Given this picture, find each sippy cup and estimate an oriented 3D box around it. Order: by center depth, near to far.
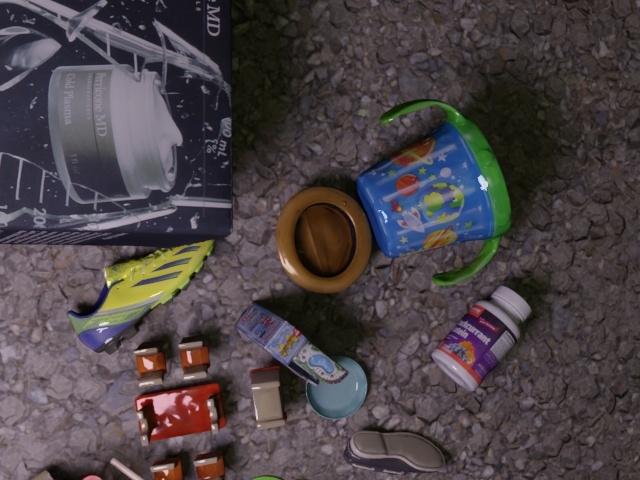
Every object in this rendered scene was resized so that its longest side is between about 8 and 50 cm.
[{"bbox_3d":[0.192,-0.079,1.469,0.224,0.240,0.306,-22,73,-3],"label":"sippy cup"}]

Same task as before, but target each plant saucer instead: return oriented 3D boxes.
[{"bbox_3d":[0.028,0.274,1.526,0.119,0.021,0.119,0,91,-15],"label":"plant saucer"}]

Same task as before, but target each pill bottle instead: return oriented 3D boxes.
[{"bbox_3d":[0.312,0.183,1.558,0.108,0.108,0.193,45,80,-12],"label":"pill bottle"}]

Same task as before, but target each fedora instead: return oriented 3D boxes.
[{"bbox_3d":[0.000,0.000,1.480,0.194,0.079,0.194,1,85,-14],"label":"fedora"}]

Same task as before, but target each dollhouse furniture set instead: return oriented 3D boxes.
[{"bbox_3d":[-0.192,0.293,1.431,0.259,0.135,0.262,-8,94,-4],"label":"dollhouse furniture set"}]

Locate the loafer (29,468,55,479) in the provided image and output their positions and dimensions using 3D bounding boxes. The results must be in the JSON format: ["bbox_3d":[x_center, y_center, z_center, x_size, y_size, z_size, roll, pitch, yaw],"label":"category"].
[{"bbox_3d":[-0.391,0.476,1.373,0.268,0.102,0.092,36,71,-18],"label":"loafer"}]

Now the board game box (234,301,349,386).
[{"bbox_3d":[-0.050,0.186,1.400,0.194,0.194,0.060,39,82,-5],"label":"board game box"}]

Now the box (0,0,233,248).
[{"bbox_3d":[-0.397,-0.236,1.180,0.471,0.297,0.480,1,86,-32],"label":"box"}]

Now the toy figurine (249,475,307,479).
[{"bbox_3d":[-0.063,0.496,1.436,0.173,0.159,0.130,-13,95,-16],"label":"toy figurine"}]

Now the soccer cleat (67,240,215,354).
[{"bbox_3d":[-0.303,0.067,1.392,0.289,0.093,0.121,-43,96,-11],"label":"soccer cleat"}]

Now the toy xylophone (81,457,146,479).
[{"bbox_3d":[-0.328,0.492,1.295,0.322,0.081,0.236,33,75,-9],"label":"toy xylophone"}]

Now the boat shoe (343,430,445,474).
[{"bbox_3d":[0.139,0.410,1.553,0.206,0.075,0.065,15,131,-21],"label":"boat shoe"}]
